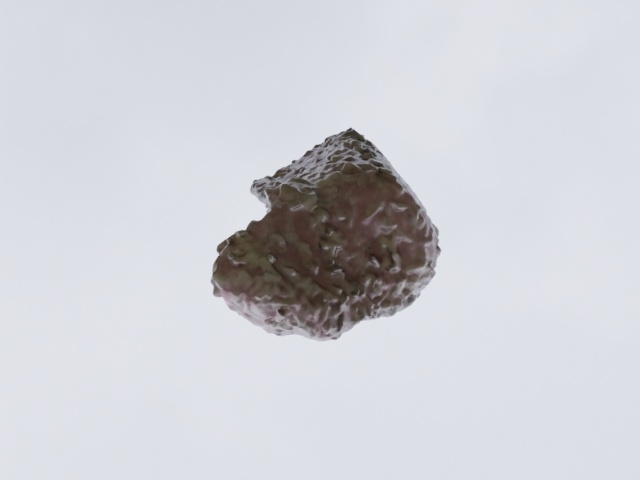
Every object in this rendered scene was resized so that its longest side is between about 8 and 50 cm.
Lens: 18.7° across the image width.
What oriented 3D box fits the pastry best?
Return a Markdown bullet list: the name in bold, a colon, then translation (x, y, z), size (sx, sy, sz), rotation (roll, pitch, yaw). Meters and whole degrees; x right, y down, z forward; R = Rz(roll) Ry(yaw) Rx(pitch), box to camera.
- **pastry**: translation (0.011, -0.006, 1.152), size (0.112, 0.103, 0.265), rotation (-32, -173, 10)
